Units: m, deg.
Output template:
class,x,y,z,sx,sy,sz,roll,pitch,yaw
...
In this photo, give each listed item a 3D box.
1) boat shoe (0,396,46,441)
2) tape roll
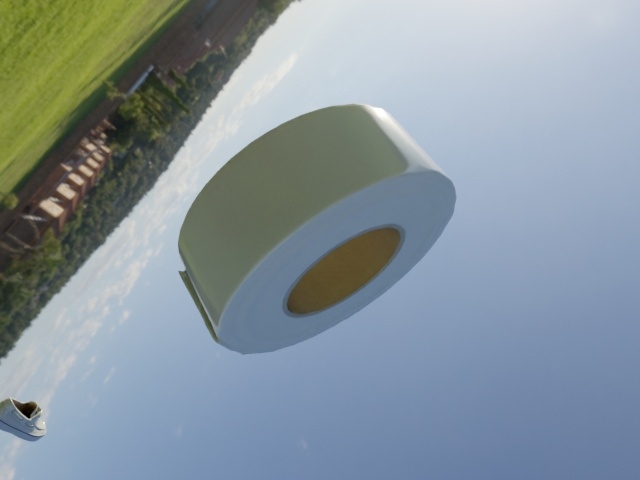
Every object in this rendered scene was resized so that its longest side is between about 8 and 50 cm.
class,x,y,z,sx,sy,sz,roll,pitch,yaw
boat shoe,-0.344,0.206,0.586,0.035,0.100,0.035,-39,-120,-18
tape roll,0.000,0.000,0.532,0.286,0.286,0.100,-43,-116,17
